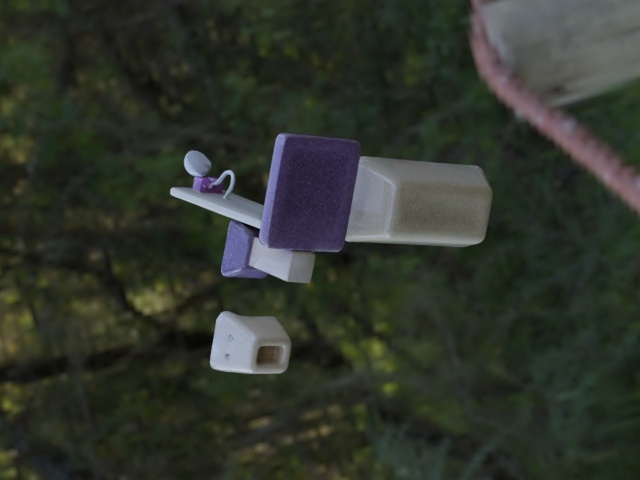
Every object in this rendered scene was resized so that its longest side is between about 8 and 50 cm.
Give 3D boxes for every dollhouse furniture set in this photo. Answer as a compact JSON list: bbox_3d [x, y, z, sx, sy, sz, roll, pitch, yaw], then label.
[{"bbox_3d":[0.000,0.000,0.754,0.081,0.114,0.091,21,104,51],"label":"dollhouse furniture set"}]
